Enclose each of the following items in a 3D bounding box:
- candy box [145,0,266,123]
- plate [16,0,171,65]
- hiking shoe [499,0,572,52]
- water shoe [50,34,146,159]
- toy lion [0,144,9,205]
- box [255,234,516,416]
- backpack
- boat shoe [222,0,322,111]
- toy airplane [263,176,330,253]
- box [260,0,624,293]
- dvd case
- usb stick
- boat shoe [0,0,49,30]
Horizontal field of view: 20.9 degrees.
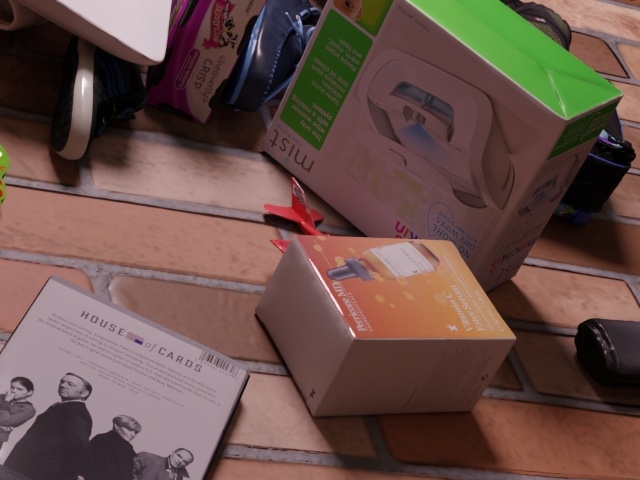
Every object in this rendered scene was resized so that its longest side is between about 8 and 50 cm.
[{"bbox_3d":[-0.108,-0.246,1.725,0.071,0.159,0.233,20,34,-15],"label":"candy box"},{"bbox_3d":[-0.263,-0.286,1.625,0.277,0.045,0.278,31,29,-20],"label":"plate"},{"bbox_3d":[0.195,-0.254,2.020,0.226,0.086,0.114,20,32,-11],"label":"hiking shoe"},{"bbox_3d":[-0.196,-0.138,1.593,0.080,0.073,0.203,20,34,-16],"label":"water shoe"},{"bbox_3d":[-0.298,-0.058,1.453,0.096,0.034,0.100,44,35,11],"label":"toy lion"},{"bbox_3d":[0.054,0.071,1.470,0.170,0.091,0.130,2,41,-35],"label":"box"},{"bbox_3d":[0.226,-0.112,1.819,0.173,0.117,0.158,19,34,-15],"label":"backpack"},{"bbox_3d":[-0.036,-0.205,1.772,0.089,0.109,0.258,26,35,-9],"label":"boat shoe"},{"bbox_3d":[0.000,0.000,1.584,0.151,0.028,0.151,24,29,-14],"label":"toy airplane"},{"bbox_3d":[0.109,-0.112,1.631,0.262,0.231,0.126,41,35,19],"label":"box"},{"bbox_3d":[-0.163,0.132,1.287,0.179,0.030,0.239,26,32,-2],"label":"dvd case"},{"bbox_3d":[0.365,0.113,1.678,0.278,0.045,0.077,5,38,-31],"label":"usb stick"},{"bbox_3d":[-0.372,-0.296,1.658,0.277,0.098,0.096,34,33,8],"label":"boat shoe"}]
